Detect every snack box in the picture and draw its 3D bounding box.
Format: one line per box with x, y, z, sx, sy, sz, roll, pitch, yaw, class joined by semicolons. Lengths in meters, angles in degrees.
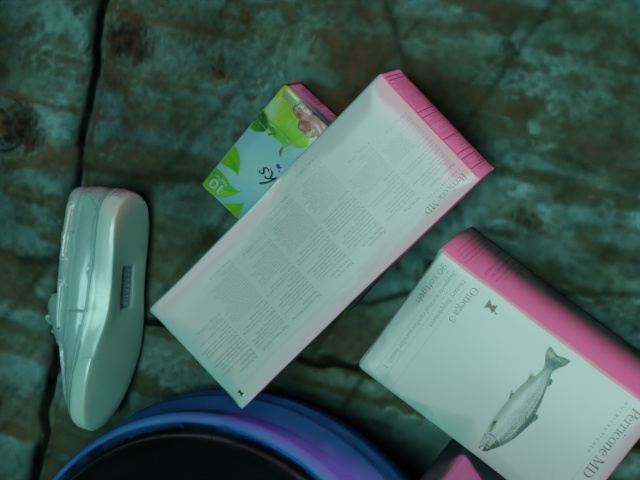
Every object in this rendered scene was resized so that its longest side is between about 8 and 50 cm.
0.000;-0.031;1.203;0.141;0.037;0.100;43;109;6;snack box

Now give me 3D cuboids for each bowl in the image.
-0.072;0.306;1.209;0.391;0.077;0.391;0;91;29;bowl

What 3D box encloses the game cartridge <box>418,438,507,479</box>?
0.153;0.278;1.123;0.062;0.198;0.297;-32;88;23;game cartridge

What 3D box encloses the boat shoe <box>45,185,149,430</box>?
-0.176;0.049;1.258;0.063;0.066;0.184;12;105;29;boat shoe

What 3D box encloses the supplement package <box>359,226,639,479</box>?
0.135;0.090;1.147;0.179;0.105;0.105;37;106;8;supplement package

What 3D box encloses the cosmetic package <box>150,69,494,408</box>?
0.000;0.000;1.156;0.239;0.060;0.099;-44;84;19;cosmetic package
